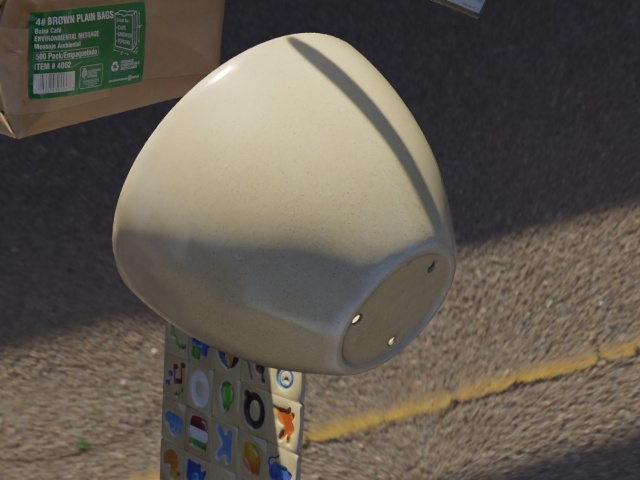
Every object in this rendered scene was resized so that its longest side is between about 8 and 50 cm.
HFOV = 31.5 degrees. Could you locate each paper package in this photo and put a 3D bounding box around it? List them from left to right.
[{"bbox_3d":[-0.322,-0.259,1.339,0.309,0.324,0.168,19,116,34],"label":"paper package"}]

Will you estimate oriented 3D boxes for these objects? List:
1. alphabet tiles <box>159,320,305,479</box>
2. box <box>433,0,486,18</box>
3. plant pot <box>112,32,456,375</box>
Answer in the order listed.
[{"bbox_3d":[-0.111,0.218,1.360,0.285,0.011,0.343,11,100,50],"label":"alphabet tiles"},{"bbox_3d":[0.052,-0.295,1.180,0.225,0.136,0.037,32,106,27],"label":"box"},{"bbox_3d":[0.000,0.000,0.934,0.284,0.284,0.191,-45,60,-5],"label":"plant pot"}]
